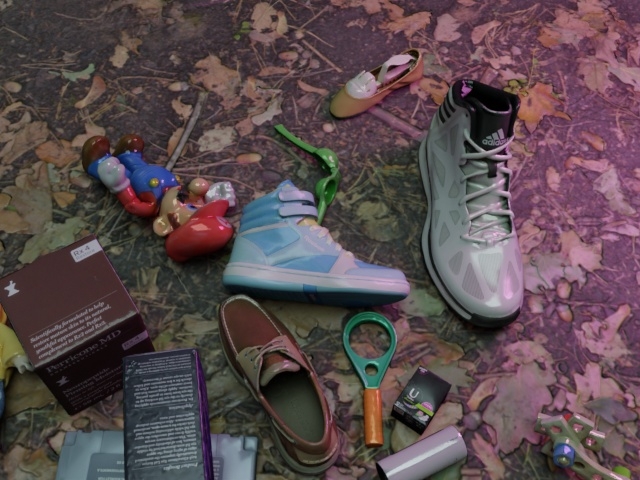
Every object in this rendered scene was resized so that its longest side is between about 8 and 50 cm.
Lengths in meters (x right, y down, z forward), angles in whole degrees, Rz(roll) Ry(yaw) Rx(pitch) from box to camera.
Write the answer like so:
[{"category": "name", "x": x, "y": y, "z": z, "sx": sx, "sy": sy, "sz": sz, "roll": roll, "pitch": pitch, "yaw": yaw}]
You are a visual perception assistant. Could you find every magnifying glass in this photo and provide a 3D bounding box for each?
[{"category": "magnifying glass", "x": 0.083, "y": 0.223, "z": 1.262, "sx": 0.092, "sy": 0.026, "sz": 0.231, "roll": 1, "pitch": 59, "yaw": -1}]

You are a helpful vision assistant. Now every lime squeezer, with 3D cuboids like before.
[{"category": "lime squeezer", "x": -0.013, "y": -0.114, "z": 1.451, "sx": 0.109, "sy": 0.059, "sz": 0.311, "roll": -7, "pitch": 59, "yaw": -6}]

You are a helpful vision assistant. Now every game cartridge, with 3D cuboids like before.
[{"category": "game cartridge", "x": -0.246, "y": 0.384, "z": 1.137, "sx": 0.297, "sy": 0.062, "sz": 0.198, "roll": 2, "pitch": 62, "yaw": 0}]

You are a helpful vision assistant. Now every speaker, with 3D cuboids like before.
[{"category": "speaker", "x": 0.154, "y": 0.336, "z": 1.175, "sx": 0.136, "sy": 0.055, "sz": 0.055, "roll": -23, "pitch": 61, "yaw": -14}]

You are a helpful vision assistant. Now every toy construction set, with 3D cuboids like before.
[{"category": "toy construction set", "x": 0.374, "y": 0.407, "z": 1.096, "sx": 0.214, "sy": 0.151, "sz": 0.328, "roll": 0, "pitch": 46, "yaw": 28}]

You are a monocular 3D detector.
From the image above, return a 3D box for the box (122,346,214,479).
[{"category": "box", "x": -0.212, "y": 0.279, "z": 1.085, "sx": 0.108, "sy": 0.153, "sz": 0.207, "roll": -7, "pitch": 60, "yaw": -7}]

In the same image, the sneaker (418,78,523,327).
[{"category": "sneaker", "x": 0.264, "y": -0.090, "z": 1.324, "sx": 0.169, "sy": 0.258, "sz": 0.448, "roll": -5, "pitch": 59, "yaw": -4}]

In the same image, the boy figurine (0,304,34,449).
[{"category": "boy figurine", "x": -0.542, "y": 0.194, "z": 1.225, "sx": 0.177, "sy": 0.092, "sz": 0.285, "roll": -7, "pitch": 60, "yaw": 4}]

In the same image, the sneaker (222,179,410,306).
[{"category": "sneaker", "x": 0.000, "y": 0.000, "z": 1.319, "sx": 0.318, "sy": 0.127, "sz": 0.208, "roll": 6, "pitch": 72, "yaw": 2}]

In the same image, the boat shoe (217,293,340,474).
[{"category": "boat shoe", "x": -0.065, "y": 0.206, "z": 1.213, "sx": 0.123, "sy": 0.116, "sz": 0.324, "roll": -28, "pitch": 63, "yaw": -18}]

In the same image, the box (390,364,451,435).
[{"category": "box", "x": 0.160, "y": 0.254, "z": 1.228, "sx": 0.062, "sy": 0.052, "sz": 0.083, "roll": 32, "pitch": 62, "yaw": 17}]

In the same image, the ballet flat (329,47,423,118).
[{"category": "ballet flat", "x": 0.114, "y": -0.331, "z": 1.579, "sx": 0.232, "sy": 0.073, "sz": 0.080, "roll": -32, "pitch": 64, "yaw": -19}]

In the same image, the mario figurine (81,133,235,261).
[{"category": "mario figurine", "x": -0.271, "y": -0.103, "z": 1.373, "sx": 0.320, "sy": 0.170, "sz": 0.198, "roll": 37, "pitch": 62, "yaw": 21}]

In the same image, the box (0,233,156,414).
[{"category": "box", "x": -0.374, "y": 0.135, "z": 1.200, "sx": 0.168, "sy": 0.203, "sz": 0.167, "roll": -29, "pitch": 63, "yaw": -17}]
